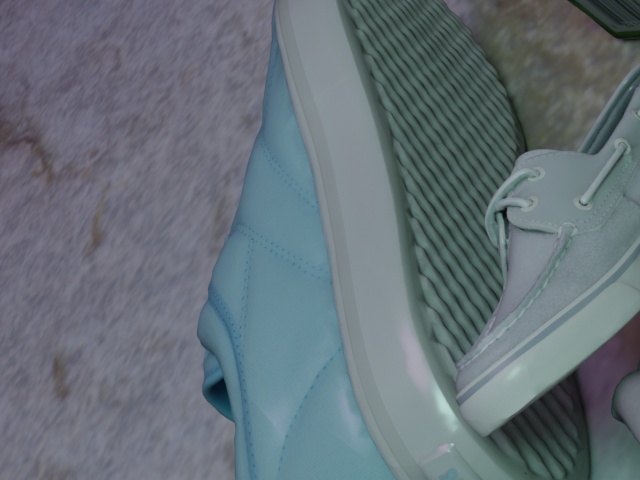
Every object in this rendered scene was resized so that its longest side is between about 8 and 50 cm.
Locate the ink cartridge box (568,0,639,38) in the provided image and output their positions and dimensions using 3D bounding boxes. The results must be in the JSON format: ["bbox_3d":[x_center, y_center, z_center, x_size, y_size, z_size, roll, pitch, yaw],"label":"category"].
[{"bbox_3d":[0.182,-0.186,0.786,0.209,0.062,0.109,-60,25,-11],"label":"ink cartridge box"}]

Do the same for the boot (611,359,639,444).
[{"bbox_3d":[0.169,0.046,0.518,0.123,0.095,0.258,-61,17,1],"label":"boot"}]

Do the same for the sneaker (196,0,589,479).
[{"bbox_3d":[0.000,0.000,0.793,0.150,0.135,0.366,-37,30,23],"label":"sneaker"}]

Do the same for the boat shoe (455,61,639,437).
[{"bbox_3d":[0.090,-0.005,0.652,0.184,0.063,0.066,-45,-1,-35],"label":"boat shoe"}]
